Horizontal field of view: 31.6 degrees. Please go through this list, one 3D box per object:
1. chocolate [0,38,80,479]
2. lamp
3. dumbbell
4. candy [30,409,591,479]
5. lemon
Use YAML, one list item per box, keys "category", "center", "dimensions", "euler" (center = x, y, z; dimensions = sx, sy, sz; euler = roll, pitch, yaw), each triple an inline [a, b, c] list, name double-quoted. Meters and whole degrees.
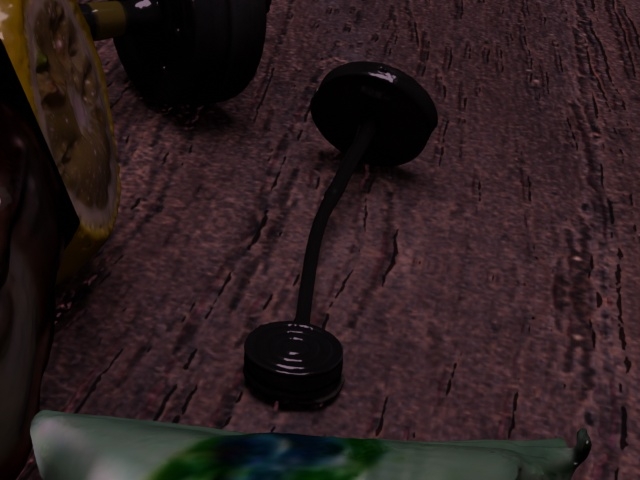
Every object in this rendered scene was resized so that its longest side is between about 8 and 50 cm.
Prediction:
- category: "chocolate"
  center: [-0.244, 0.043, 0.540]
  dimensions: [0.284, 0.283, 0.186]
  euler: [-6, 42, -22]
- category: "lamp"
  center: [0.006, -0.033, 0.854]
  dimensions: [0.130, 0.108, 0.371]
  euler: [16, 32, 11]
- category: "dumbbell"
  center: [-0.210, -0.189, 0.987]
  dimensions: [0.388, 0.185, 0.185]
  euler: [-15, 39, -33]
- category: "candy"
  center: [-0.030, 0.231, 0.413]
  dimensions: [0.263, 0.172, 0.397]
  euler: [1, 51, 10]
- category: "lemon"
  center: [-0.259, -0.071, 0.744]
  dimensions: [0.219, 0.240, 0.240]
  euler: [-9, 31, 6]
